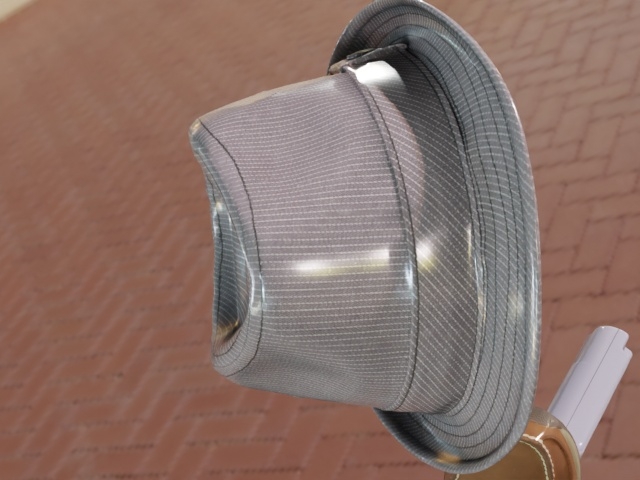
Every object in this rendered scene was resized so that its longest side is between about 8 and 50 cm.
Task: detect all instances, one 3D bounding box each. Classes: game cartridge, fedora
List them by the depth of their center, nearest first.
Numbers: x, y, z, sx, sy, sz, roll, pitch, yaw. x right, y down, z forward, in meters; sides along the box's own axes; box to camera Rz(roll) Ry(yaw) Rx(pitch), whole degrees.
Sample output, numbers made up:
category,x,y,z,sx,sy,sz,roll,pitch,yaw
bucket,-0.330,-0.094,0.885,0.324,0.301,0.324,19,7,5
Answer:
category,x,y,z,sx,sy,sz,roll,pitch,yaw
fedora,0.000,0.000,0.621,0.124,0.244,0.275,-6,17,-13
game cartridge,0.231,0.243,1.248,0.060,0.294,0.196,24,47,13

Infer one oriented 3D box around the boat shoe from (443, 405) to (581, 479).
category,x,y,z,sx,sy,sz,roll,pitch,yaw
boat shoe,0.152,0.276,1.069,0.122,0.324,0.120,12,44,12
